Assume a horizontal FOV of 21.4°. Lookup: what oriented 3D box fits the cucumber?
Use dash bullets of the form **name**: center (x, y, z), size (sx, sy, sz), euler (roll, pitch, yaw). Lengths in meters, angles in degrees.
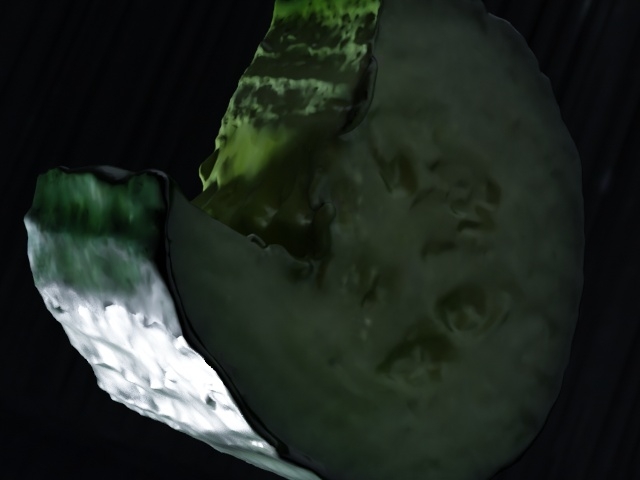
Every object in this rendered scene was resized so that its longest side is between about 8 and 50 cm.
- **cucumber**: center (0.007, 0.004, 0.632), size (0.191, 0.191, 0.130), euler (31, 169, -36)
